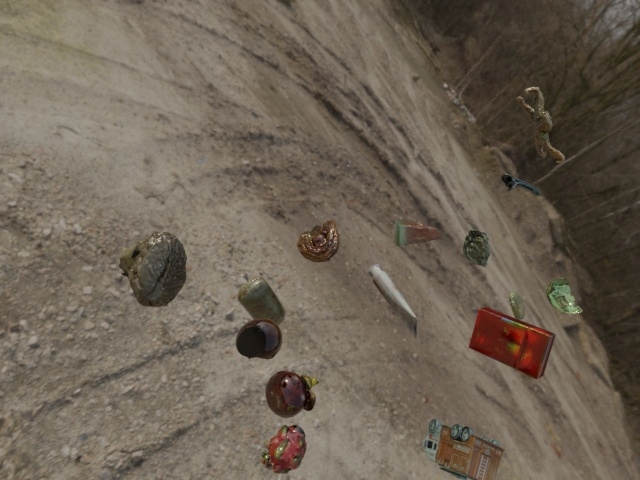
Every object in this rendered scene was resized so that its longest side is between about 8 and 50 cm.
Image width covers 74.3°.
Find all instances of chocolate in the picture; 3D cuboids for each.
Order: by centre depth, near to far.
[{"bbox_3d":[-0.169,0.282,1.212,0.133,0.127,0.124,-1,71,-81],"label":"chocolate"}]

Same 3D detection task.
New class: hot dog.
[{"bbox_3d":[-0.001,0.003,1.512,0.099,0.160,0.227,57,2,-20],"label":"hot dog"}]

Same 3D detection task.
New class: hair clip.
[{"bbox_3d":[0.787,-0.211,1.641,0.229,0.039,0.070,4,61,-34],"label":"hair clip"}]

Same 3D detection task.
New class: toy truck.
[{"bbox_3d":[0.492,0.752,1.502,0.136,0.305,0.162,28,68,-9],"label":"toy truck"}]

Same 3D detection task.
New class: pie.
[{"bbox_3d":[0.572,0.189,1.231,0.084,0.020,0.085,20,61,-41],"label":"pie"}]

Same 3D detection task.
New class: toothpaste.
[{"bbox_3d":[0.264,0.205,1.515,0.323,0.066,0.100,-121,-160,-49],"label":"toothpaste"}]

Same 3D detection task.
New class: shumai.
[{"bbox_3d":[-0.471,0.076,1.140,0.166,0.175,0.206,54,42,-64],"label":"shumai"}]

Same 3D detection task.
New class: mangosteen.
[{"bbox_3d":[-0.096,0.505,1.398,0.181,0.145,0.156,12,44,-56],"label":"mangosteen"}]

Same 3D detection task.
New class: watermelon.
[{"bbox_3d":[0.516,-0.038,2.237,0.193,0.256,0.140,-95,-175,-80],"label":"watermelon"}]

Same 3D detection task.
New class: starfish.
[{"bbox_3d":[0.578,-0.294,1.094,0.150,0.053,0.210,26,43,-67],"label":"starfish"}]

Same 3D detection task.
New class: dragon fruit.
[{"bbox_3d":[-0.143,0.823,1.664,0.172,0.160,0.167,-36,106,-51],"label":"dragon fruit"}]

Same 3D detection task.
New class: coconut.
[{"bbox_3d":[0.984,0.232,1.729,0.055,0.133,0.158,86,9,-58],"label":"coconut"}]

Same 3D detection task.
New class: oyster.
[{"bbox_3d":[0.715,0.037,1.935,0.064,0.124,0.177,-35,129,-57],"label":"oyster"}]

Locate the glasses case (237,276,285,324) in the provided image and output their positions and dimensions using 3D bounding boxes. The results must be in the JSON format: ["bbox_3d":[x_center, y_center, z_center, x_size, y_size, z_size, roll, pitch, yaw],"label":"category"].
[{"bbox_3d":[-0.279,0.320,2.066,0.098,0.156,0.425,38,-18,31],"label":"glasses case"}]

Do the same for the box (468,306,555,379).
[{"bbox_3d":[0.833,0.442,1.858,0.089,0.313,0.198,3,102,-46],"label":"box"}]
